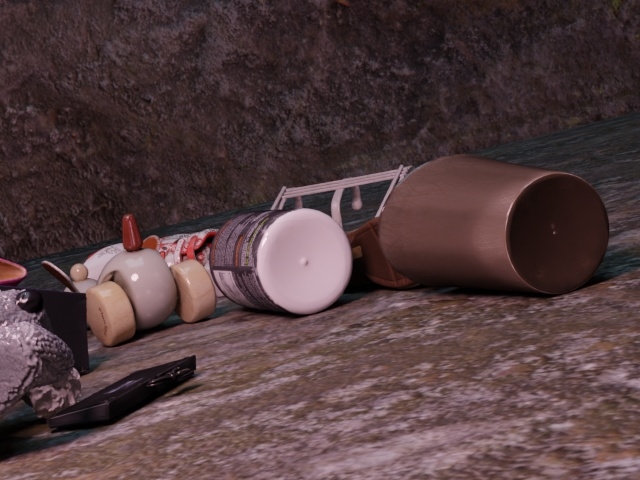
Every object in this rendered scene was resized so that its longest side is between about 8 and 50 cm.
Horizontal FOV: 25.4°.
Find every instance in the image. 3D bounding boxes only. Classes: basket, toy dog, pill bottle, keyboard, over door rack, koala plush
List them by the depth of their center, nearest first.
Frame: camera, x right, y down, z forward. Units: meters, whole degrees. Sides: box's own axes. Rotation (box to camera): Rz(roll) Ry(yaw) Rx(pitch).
[{"bbox_3d":[-0.331,0.108,1.359,0.203,0.196,0.221,-53,-8,13],"label":"koala plush"},{"bbox_3d":[-0.182,0.150,1.409,0.108,0.023,0.180,-17,4,24],"label":"keyboard"},{"bbox_3d":[0.203,-0.016,1.564,0.204,0.154,0.227,-13,9,-22],"label":"basket"},{"bbox_3d":[-0.064,0.025,1.819,0.130,0.130,0.245,-15,7,-22],"label":"pill bottle"},{"bbox_3d":[-0.288,0.047,1.942,0.333,0.161,0.220,-8,7,40],"label":"toy dog"},{"bbox_3d":[0.000,0.000,2.153,0.239,0.108,0.324,-10,21,28],"label":"over door rack"}]

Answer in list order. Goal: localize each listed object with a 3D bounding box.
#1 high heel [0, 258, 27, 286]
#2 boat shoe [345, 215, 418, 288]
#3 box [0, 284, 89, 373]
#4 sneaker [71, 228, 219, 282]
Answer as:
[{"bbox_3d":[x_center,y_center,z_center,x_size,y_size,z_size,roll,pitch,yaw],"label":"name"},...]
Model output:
[{"bbox_3d":[-0.464,0.030,1.683,0.117,0.082,0.244,-20,-28,24],"label":"high heel"},{"bbox_3d":[0.094,0.011,1.806,0.095,0.095,0.257,-9,2,-34],"label":"boat shoe"},{"bbox_3d":[-0.428,0.117,1.661,0.261,0.103,0.184,-9,-13,32],"label":"box"},{"bbox_3d":[-0.270,0.037,2.366,0.270,0.090,0.145,-14,3,-40],"label":"sneaker"}]
